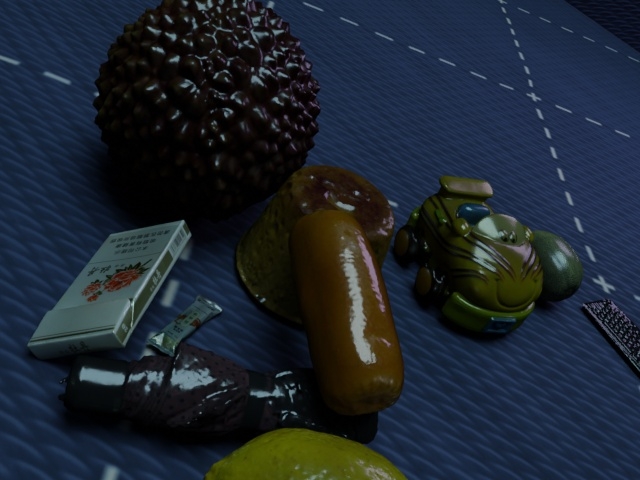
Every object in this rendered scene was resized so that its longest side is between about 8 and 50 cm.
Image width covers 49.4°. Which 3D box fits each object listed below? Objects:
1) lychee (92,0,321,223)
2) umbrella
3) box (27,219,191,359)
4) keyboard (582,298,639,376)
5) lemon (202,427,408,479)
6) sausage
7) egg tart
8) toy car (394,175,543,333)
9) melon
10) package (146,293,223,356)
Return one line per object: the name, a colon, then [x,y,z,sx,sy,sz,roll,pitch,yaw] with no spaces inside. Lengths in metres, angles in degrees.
lychee: [-0.146,-0.179,0.915,0.306,0.330,0.306,4,66,-9]
umbrella: [-0.094,0.160,0.708,0.326,0.090,0.094,13,44,-18]
box: [-0.224,0.048,0.762,0.109,0.029,0.198,-10,31,20]
keyboard: [0.519,0.190,1.105,0.087,0.017,0.250,-5,47,-33]
lemon: [-0.005,0.248,0.596,0.207,0.170,0.170,19,37,-1]
sausage: [0.026,0.065,0.736,0.098,0.098,0.238,5,52,-27]
egg tart: [0.000,0.000,0.908,0.202,0.147,0.203,15,41,-13]
toy car: [0.234,0.011,1.037,0.200,0.142,0.248,3,42,-27]
melon: [0.364,0.039,1.121,0.098,0.098,0.131,2,45,-29]
package: [-0.155,0.098,0.807,0.037,0.015,0.110,29,35,11]
